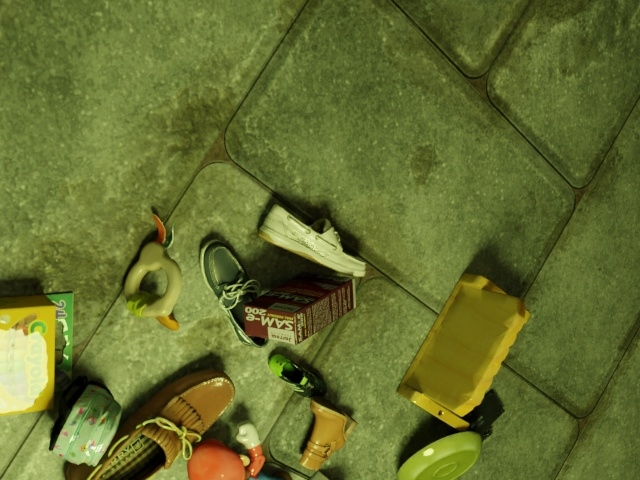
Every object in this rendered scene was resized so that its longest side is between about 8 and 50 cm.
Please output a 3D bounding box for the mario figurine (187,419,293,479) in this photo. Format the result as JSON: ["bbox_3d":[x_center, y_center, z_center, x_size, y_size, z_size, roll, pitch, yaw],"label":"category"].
[{"bbox_3d":[-0.186,0.510,1.815,0.320,0.170,0.198,49,38,-46],"label":"mario figurine"}]

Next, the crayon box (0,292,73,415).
[{"bbox_3d":[-0.594,0.209,1.495,0.322,0.083,0.203,-3,104,-32],"label":"crayon box"}]

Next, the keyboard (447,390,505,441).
[{"bbox_3d":[0.420,0.496,2.242,0.180,0.023,0.108,-39,113,-18],"label":"keyboard"}]

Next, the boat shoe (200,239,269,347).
[{"bbox_3d":[-0.174,0.115,1.737,0.095,0.079,0.255,-28,116,-25],"label":"boat shoe"}]

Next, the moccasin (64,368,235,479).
[{"bbox_3d":[-0.327,0.396,1.669,0.380,0.147,0.139,-30,114,-23],"label":"moccasin"}]

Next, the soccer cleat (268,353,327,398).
[{"bbox_3d":[-0.044,0.313,1.872,0.179,0.072,0.060,39,81,-33],"label":"soccer cleat"}]

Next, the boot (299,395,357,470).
[{"bbox_3d":[-0.002,0.448,1.914,0.152,0.073,0.197,-50,138,-5],"label":"boot"}]

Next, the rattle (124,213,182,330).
[{"bbox_3d":[-0.299,0.064,1.656,0.142,0.130,0.200,24,62,-45],"label":"rattle"}]

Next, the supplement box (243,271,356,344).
[{"bbox_3d":[-0.039,0.137,1.744,0.239,0.130,0.073,-27,118,-55],"label":"supplement box"}]

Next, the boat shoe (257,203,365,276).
[{"bbox_3d":[0.000,0.000,1.808,0.277,0.098,0.096,24,89,-33],"label":"boat shoe"}]

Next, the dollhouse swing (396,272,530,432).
[{"bbox_3d":[0.407,0.298,2.016,0.315,0.305,0.347,36,81,-33],"label":"dollhouse swing"}]

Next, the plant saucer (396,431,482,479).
[{"bbox_3d":[0.308,0.564,2.101,0.241,0.037,0.241,-18,143,-14],"label":"plant saucer"}]

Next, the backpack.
[{"bbox_3d":[-0.438,0.344,1.558,0.115,0.182,0.152,18,88,-9],"label":"backpack"}]

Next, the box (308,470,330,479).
[{"bbox_3d":[0.001,0.626,1.939,0.126,0.137,0.072,-41,120,-17],"label":"box"}]
